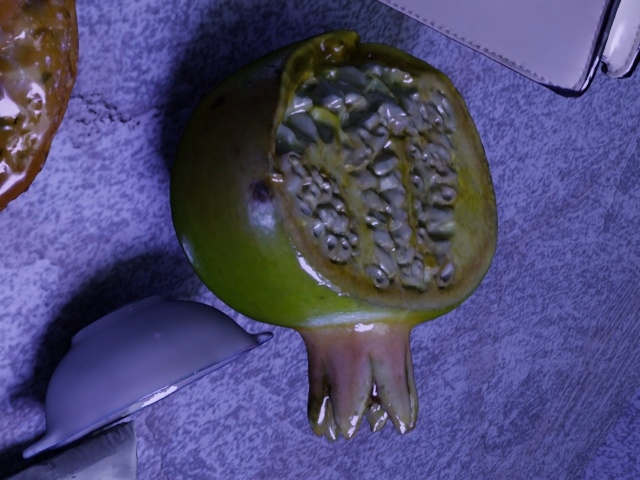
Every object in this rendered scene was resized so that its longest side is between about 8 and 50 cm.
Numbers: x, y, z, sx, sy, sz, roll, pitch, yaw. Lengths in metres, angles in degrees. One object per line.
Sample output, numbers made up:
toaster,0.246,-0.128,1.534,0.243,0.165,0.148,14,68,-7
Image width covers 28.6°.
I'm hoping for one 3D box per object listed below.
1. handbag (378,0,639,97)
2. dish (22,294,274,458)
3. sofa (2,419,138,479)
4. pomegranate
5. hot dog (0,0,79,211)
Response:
handbag,0.121,-0.287,0.947,0.160,0.359,0.236,-17,130,-43
dish,-0.174,0.109,1.141,0.228,0.086,0.236,-32,172,42
sofa,-0.211,0.322,1.158,0.210,0.225,0.176,-20,147,-39
pomegranate,0.000,0.000,1.123,0.310,0.216,0.358,2,84,-46
hot dog,-0.261,-0.108,0.825,0.196,0.122,0.272,21,102,-56
